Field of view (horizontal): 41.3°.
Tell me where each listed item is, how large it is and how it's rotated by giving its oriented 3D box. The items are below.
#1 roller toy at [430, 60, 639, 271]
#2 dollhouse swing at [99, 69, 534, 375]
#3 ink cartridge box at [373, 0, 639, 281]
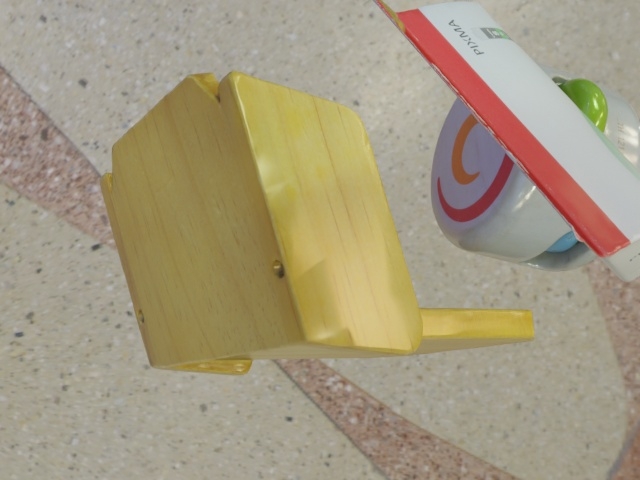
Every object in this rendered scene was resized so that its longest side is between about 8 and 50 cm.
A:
[{"bbox_3d":[0.211,-0.071,0.833,0.146,0.209,0.191,13,107,-21],"label":"roller toy"},{"bbox_3d":[0.000,0.000,0.876,0.305,0.347,0.315,-14,86,-32],"label":"dollhouse swing"},{"bbox_3d":[0.116,-0.067,0.459,0.181,0.056,0.225,53,13,21],"label":"ink cartridge box"}]
